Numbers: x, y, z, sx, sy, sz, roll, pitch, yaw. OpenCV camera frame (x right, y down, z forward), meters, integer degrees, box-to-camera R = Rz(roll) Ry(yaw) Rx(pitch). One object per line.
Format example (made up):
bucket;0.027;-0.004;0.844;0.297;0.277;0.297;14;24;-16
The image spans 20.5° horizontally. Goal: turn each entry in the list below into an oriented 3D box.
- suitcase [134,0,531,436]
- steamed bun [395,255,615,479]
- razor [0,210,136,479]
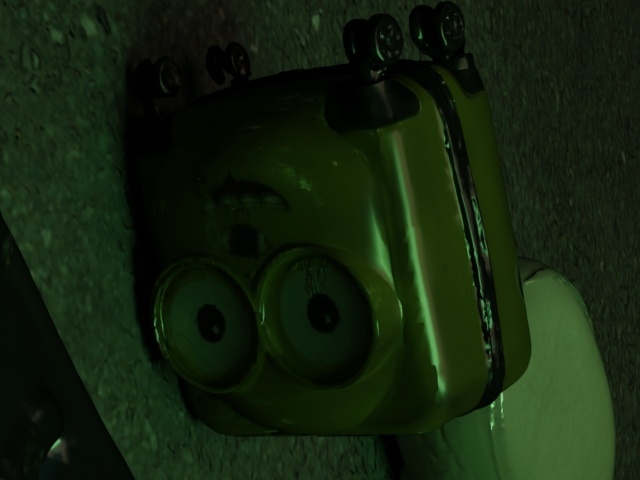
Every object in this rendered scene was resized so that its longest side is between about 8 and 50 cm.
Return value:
suitcase;0.000;0.000;0.988;0.143;0.194;0.235;-21;102;-54
steamed bun;0.121;0.123;1.257;0.177;0.130;0.228;-48;127;-44
razor;-0.150;0.118;0.753;0.327;0.107;0.189;65;31;-32
